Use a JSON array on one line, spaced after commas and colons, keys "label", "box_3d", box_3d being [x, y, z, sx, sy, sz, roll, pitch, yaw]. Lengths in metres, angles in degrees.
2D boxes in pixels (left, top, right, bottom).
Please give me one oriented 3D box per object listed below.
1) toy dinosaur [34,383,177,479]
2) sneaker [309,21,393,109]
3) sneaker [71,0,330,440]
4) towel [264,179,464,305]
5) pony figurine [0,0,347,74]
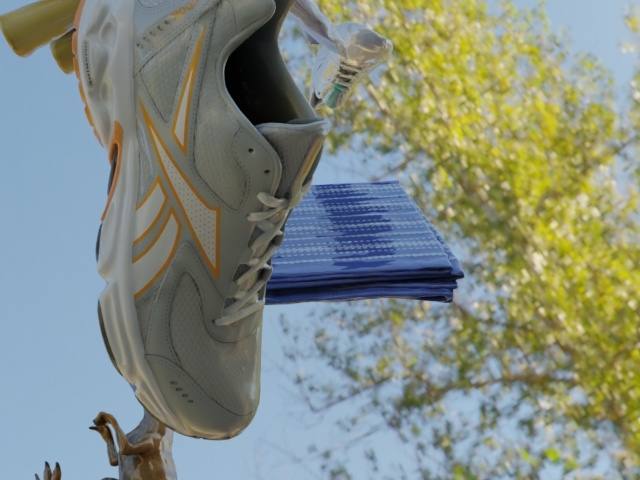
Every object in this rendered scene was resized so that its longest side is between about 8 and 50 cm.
[{"label": "toy dinosaur", "box_3d": [-0.114, 0.175, 0.758, 0.112, 0.211, 0.064, 12, -23, -38]}, {"label": "sneaker", "box_3d": [0.032, -0.221, 1.612, 0.080, 0.212, 0.094, 25, -102, -9]}, {"label": "sneaker", "box_3d": [-0.050, -0.018, 0.642, 0.121, 0.099, 0.262, -2, -77, 25]}, {"label": "towel", "box_3d": [0.000, 0.000, 1.286, 0.243, 0.336, 0.040, -3, -72, -6]}, {"label": "pony figurine", "box_3d": [-0.115, -0.287, 1.163, 0.363, 0.303, 0.351, -26, 2, 2]}]
